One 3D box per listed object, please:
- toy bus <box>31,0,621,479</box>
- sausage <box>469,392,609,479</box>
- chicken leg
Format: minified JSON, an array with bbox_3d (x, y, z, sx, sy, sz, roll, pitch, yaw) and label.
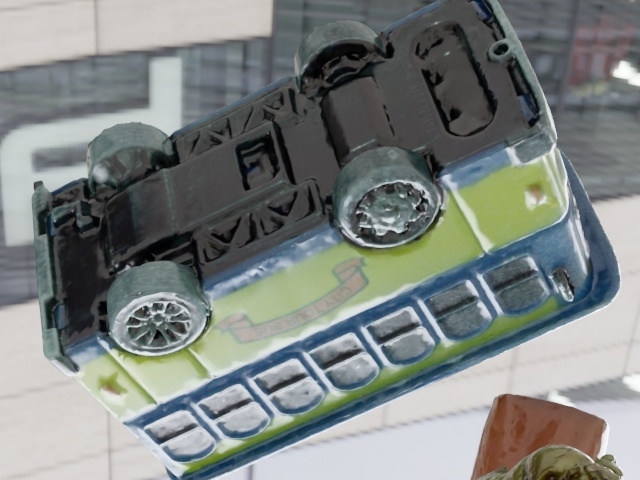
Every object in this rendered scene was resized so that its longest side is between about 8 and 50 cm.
[{"bbox_3d":[0.000,0.000,0.835,0.312,0.190,0.152,-25,-135,9],"label":"toy bus"},{"bbox_3d":[0.173,0.269,1.224,0.113,0.259,0.113,16,173,2],"label":"sausage"},{"bbox_3d":[0.153,0.184,0.936,0.088,0.103,0.227,13,-178,-11],"label":"chicken leg"}]
